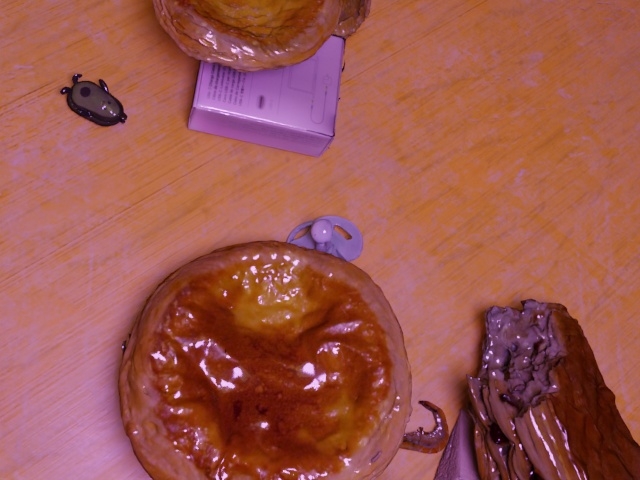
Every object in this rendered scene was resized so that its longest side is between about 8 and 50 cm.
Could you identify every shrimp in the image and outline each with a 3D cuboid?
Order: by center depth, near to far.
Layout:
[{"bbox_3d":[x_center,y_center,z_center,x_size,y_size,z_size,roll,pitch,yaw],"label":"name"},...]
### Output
[{"bbox_3d":[0.163,0.323,1.222,0.127,0.025,0.091,0,76,-21],"label":"shrimp"}]

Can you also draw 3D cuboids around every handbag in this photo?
[{"bbox_3d":[-0.373,-0.230,1.193,0.111,0.047,0.072,31,70,-5],"label":"handbag"}]

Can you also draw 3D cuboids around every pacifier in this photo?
[{"bbox_3d":[0.000,0.000,1.213,0.150,0.117,0.127,-36,62,-18],"label":"pacifier"}]

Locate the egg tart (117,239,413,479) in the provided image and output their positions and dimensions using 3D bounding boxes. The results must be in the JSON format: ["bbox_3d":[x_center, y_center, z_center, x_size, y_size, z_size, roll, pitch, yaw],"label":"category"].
[{"bbox_3d":[-0.079,0.213,1.072,0.442,0.178,0.444,4,61,-8],"label":"egg tart"}]

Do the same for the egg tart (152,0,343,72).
[{"bbox_3d":[-0.123,-0.388,1.163,0.318,0.128,0.319,5,68,-13],"label":"egg tart"}]

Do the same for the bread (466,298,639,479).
[{"bbox_3d":[0.357,0.282,1.180,0.314,0.191,0.370,6,56,-43],"label":"bread"}]

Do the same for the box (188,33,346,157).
[{"bbox_3d":[-0.092,-0.278,1.259,0.251,0.106,0.203,10,72,-15],"label":"box"}]

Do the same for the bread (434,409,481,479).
[{"bbox_3d":[0.245,0.387,1.232,0.077,0.105,0.152,29,38,-7],"label":"bread"}]

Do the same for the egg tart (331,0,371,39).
[{"bbox_3d":[-0.015,-0.477,1.338,0.240,0.106,0.241,4,72,-12],"label":"egg tart"}]
